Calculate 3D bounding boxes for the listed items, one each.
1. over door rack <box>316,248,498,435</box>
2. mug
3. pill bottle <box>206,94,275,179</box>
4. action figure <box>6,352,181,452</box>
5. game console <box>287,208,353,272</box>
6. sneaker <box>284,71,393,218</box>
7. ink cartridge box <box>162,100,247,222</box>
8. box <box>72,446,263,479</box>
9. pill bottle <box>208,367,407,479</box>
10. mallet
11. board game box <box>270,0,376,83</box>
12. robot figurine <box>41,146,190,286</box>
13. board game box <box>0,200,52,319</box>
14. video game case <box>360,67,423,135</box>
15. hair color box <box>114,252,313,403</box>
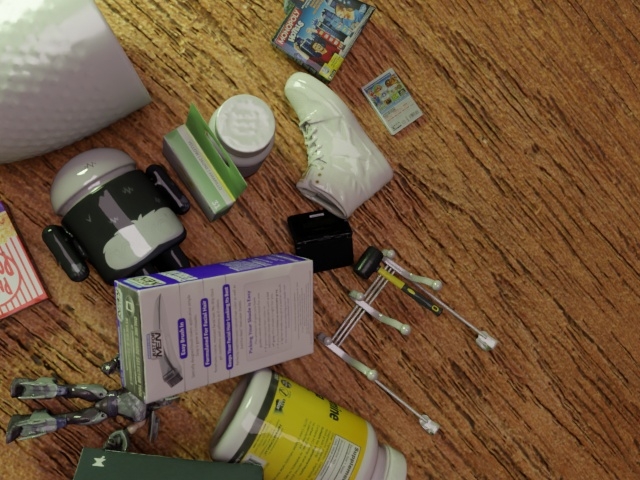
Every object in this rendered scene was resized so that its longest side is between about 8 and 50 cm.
[{"bbox_3d":[0.189,0.205,1.216,0.324,0.108,0.240,40,78,-7],"label":"over door rack"},{"bbox_3d":[-0.522,-0.314,1.033,0.327,0.276,0.374,-31,62,-7],"label":"mug"},{"bbox_3d":[-0.150,-0.186,1.111,0.121,0.221,0.121,1,84,-13],"label":"pill bottle"},{"bbox_3d":[-0.393,0.293,1.074,0.284,0.099,0.186,0,80,-17],"label":"action figure"},{"bbox_3d":[0.000,0.000,1.238,0.122,0.071,0.107,-11,58,-15],"label":"game console"},{"bbox_3d":[-0.002,-0.181,1.201,0.169,0.108,0.292,-44,97,-20],"label":"sneaker"},{"bbox_3d":[-0.213,-0.130,1.083,0.056,0.235,0.171,-35,93,-15],"label":"ink cartridge box"},{"bbox_3d":[-0.266,0.559,0.944,0.293,0.212,0.396,10,110,-12],"label":"box"},{"bbox_3d":[-0.018,0.383,1.108,0.333,0.188,0.188,30,79,-10],"label":"pill bottle"},{"bbox_3d":[0.147,0.092,1.167,0.189,0.039,0.062,42,78,10],"label":"mallet"},{"bbox_3d":[-0.017,-0.451,1.251,0.194,0.060,0.194,32,79,-8],"label":"board game box"},{"bbox_3d":[-0.353,-0.030,1.077,0.173,0.209,0.278,-34,95,20],"label":"robot figurine"},{"bbox_3d":[-0.592,0.047,1.073,0.146,0.045,0.194,-26,92,-14],"label":"board game box"},{"bbox_3d":[0.154,-0.299,1.303,0.087,0.011,0.122,-36,94,-13],"label":"video game case"},{"bbox_3d":[-0.173,0.138,1.053,0.338,0.110,0.185,-9,103,-40],"label":"hair color box"}]
